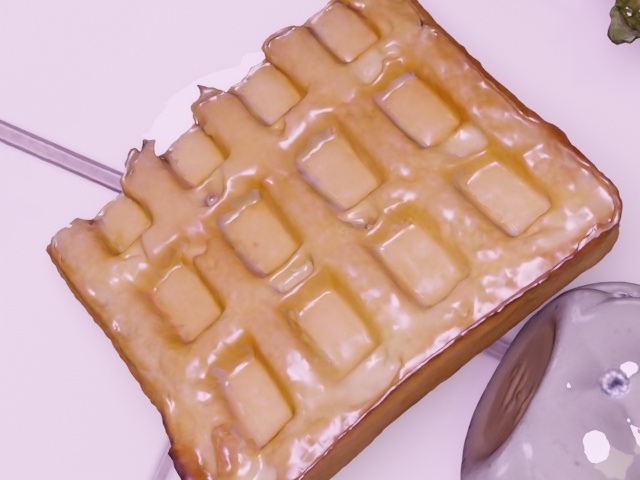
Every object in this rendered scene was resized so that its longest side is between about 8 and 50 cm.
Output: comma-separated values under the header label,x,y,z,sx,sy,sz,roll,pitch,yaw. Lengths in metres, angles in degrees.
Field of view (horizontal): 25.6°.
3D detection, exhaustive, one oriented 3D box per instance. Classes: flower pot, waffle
label,x,y,z,sx,sy,sz,roll,pitch,yaw
flower pot,0.214,0.146,0.970,0.195,0.246,0.246,29,89,-6
waffle,0.000,-0.001,1.004,0.348,0.077,0.304,-40,63,0

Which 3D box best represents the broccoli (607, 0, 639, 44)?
label,x,y,z,sx,sy,sz,roll,pitch,yaw
broccoli,0.242,-0.256,1.031,0.302,0.186,0.254,-48,65,27
